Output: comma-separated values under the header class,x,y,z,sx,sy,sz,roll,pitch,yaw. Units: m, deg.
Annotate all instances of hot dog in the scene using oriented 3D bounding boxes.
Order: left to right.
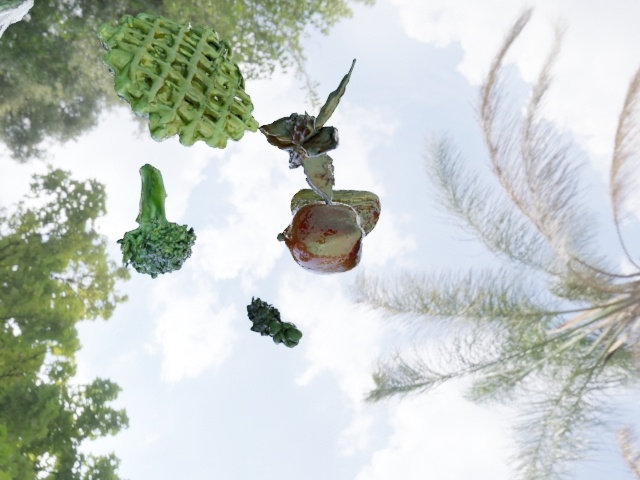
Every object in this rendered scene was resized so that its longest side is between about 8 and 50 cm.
class,x,y,z,sx,sy,sz,roll,pitch,yaw
hot dog,0.039,-0.066,1.267,0.227,0.160,0.099,-4,-136,3

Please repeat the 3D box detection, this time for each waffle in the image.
class,x,y,z,sx,sy,sz,roll,pitch,yaw
waffle,-0.263,-0.317,1.005,0.297,0.073,0.317,-17,-107,-44

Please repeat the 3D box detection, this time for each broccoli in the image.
class,x,y,z,sx,sy,sz,roll,pitch,yaw
broccoli,-0.422,-0.034,1.286,0.177,0.198,0.275,3,-128,-50

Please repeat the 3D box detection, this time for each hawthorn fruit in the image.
class,x,y,z,sx,sy,sz,roll,pitch,yaw
hawthorn fruit,0.000,0.000,1.103,0.188,0.169,0.169,-7,-124,1

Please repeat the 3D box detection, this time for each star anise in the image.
class,x,y,z,sx,sy,sz,roll,pitch,yaw
star anise,0.005,-0.160,0.732,0.158,0.140,0.144,44,-116,9

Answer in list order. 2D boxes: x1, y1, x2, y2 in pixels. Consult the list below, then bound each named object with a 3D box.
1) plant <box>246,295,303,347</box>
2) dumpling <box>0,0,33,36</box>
class,x,y,z,sx,sy,sz,roll,pitch,yaw
plant,-0.112,0.200,1.229,0.174,0.085,0.087,32,-128,31
dumpling,-0.609,-0.398,0.877,0.227,0.175,0.243,-9,-130,5
